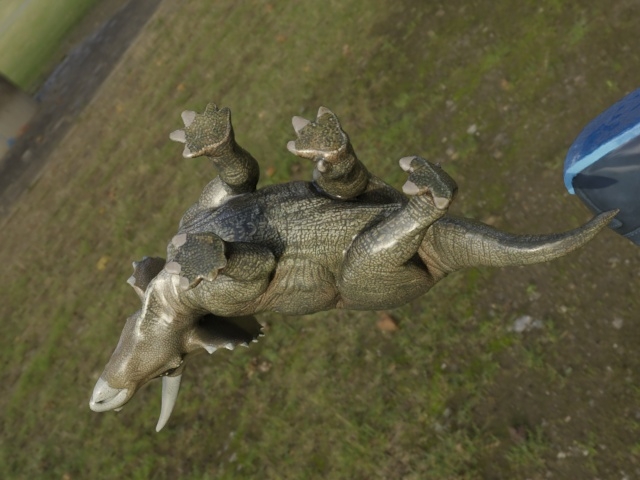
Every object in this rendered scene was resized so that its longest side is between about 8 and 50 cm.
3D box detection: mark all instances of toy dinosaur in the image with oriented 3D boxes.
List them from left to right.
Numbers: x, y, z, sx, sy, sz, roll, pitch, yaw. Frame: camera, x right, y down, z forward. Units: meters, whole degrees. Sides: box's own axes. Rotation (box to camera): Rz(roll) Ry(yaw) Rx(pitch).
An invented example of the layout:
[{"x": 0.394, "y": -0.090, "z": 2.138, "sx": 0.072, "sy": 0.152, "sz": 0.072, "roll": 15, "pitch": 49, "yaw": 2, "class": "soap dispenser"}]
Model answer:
[{"x": 0.000, "y": 0.000, "z": 0.497, "sx": 0.313, "sy": 0.160, "sz": 0.121, "roll": -17, "pitch": 67, "yaw": 0, "class": "toy dinosaur"}]

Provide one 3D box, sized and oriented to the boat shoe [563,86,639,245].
[{"x": 0.259, "y": -0.081, "z": 0.465, "sx": 0.258, "sy": 0.089, "sz": 0.109, "roll": -32, "pitch": 15, "yaw": 45, "class": "boat shoe"}]
